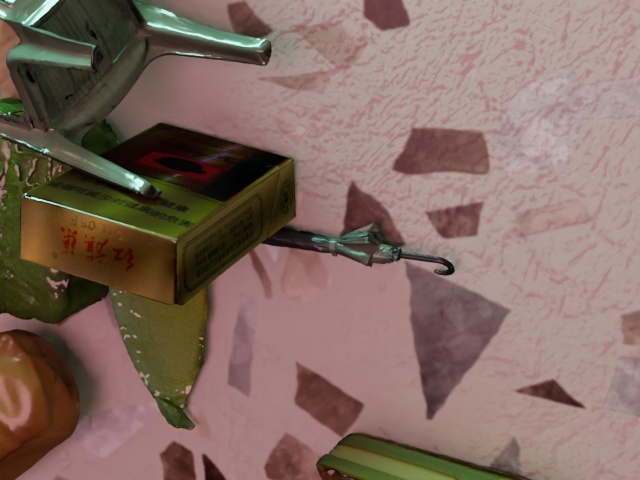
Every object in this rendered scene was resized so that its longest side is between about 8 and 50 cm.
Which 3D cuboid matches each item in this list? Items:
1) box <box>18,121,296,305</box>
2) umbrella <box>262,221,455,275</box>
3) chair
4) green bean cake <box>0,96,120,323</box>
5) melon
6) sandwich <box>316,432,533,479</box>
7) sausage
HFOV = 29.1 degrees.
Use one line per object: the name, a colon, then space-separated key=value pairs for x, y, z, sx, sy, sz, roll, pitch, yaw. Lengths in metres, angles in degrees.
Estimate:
box: x=-0.139 y=-0.031 z=1.114 sx=0.159 sy=0.240 sz=0.071 roll=14 pitch=115 yaw=19
umbrella: x=-0.001 y=-0.003 z=1.179 sx=0.269 sy=0.044 sz=0.044 roll=10 pitch=62 yaw=20
chair: x=-0.224 y=-0.192 z=1.087 sx=0.275 sy=0.203 sz=0.190 roll=17 pitch=150 yaw=34
green bean cake: x=-0.306 y=-0.036 z=1.251 sx=0.200 sy=0.113 sz=0.214 roll=13 pitch=106 yaw=21
melon: x=-0.153 y=0.069 z=1.257 sx=0.114 sy=0.053 sz=0.261 roll=-1 pitch=107 yaw=11
sandwich: x=0.115 y=0.224 z=1.144 sx=0.187 sy=0.117 sz=0.144 roll=48 pitch=112 yaw=8
sausage: x=-0.357 y=0.195 z=1.321 sx=0.241 sy=0.120 sz=0.136 roll=-42 pitch=70 yaw=25
